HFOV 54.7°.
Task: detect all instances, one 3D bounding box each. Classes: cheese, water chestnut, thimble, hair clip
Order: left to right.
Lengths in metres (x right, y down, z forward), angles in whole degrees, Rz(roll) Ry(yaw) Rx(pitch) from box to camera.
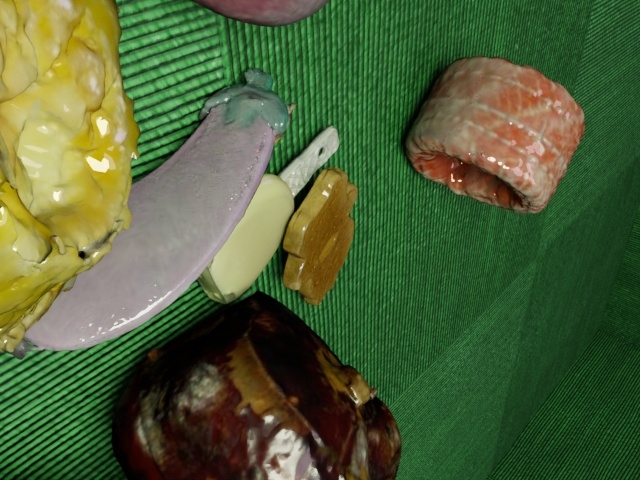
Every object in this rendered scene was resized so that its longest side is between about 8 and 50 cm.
[{"bbox_3d":[-0.141,-0.027,0.571,0.110,0.095,0.358,54,55,-20],"label":"hair clip"},{"bbox_3d":[-0.088,0.249,0.672,0.347,0.335,0.335,-42,144,-1],"label":"water chestnut"},{"bbox_3d":[-0.057,-0.046,0.719,0.251,0.054,0.127,-49,148,-22],"label":"cheese"},{"bbox_3d":[0.254,-0.151,0.905,0.239,0.239,0.162,31,83,-56],"label":"thimble"}]

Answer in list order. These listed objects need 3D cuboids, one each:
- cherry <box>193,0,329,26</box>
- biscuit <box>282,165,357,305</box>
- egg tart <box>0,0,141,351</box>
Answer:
[{"bbox_3d":[-0.053,-0.272,0.455,0.213,0.183,0.266,57,51,-68],"label":"cherry"},{"bbox_3d":[0.000,0.000,0.812,0.166,0.036,0.225,-60,161,-18],"label":"biscuit"},{"bbox_3d":[-0.187,-0.068,0.352,0.315,0.120,0.315,-1,90,-83],"label":"egg tart"}]
